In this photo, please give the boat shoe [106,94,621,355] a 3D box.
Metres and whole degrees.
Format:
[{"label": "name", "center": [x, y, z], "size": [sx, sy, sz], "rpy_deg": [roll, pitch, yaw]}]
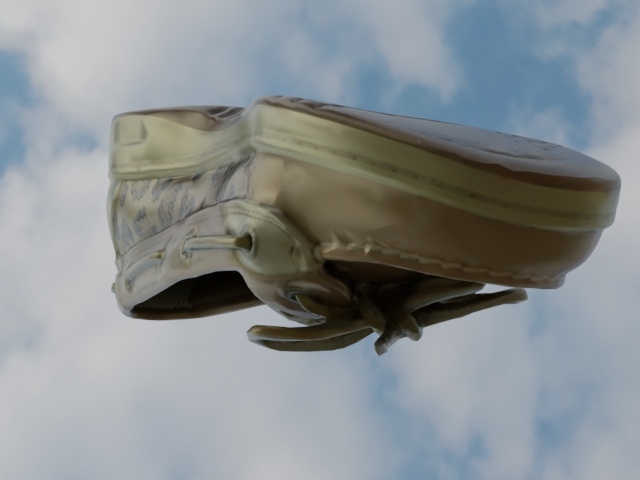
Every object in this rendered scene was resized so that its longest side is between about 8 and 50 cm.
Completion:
[{"label": "boat shoe", "center": [0.000, 0.000, 0.523], "size": [0.104, 0.285, 0.089], "rpy_deg": [9, -91, -26]}]
